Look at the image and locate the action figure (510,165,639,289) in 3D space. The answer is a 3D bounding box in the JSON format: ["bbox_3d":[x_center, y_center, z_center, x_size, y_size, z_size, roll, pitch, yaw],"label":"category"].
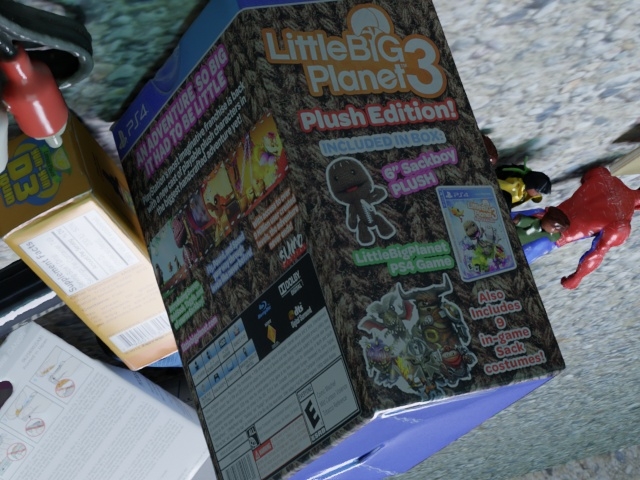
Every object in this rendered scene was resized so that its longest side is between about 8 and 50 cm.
[{"bbox_3d":[0.204,0.005,1.857,0.280,0.091,0.139,-18,158,6],"label":"action figure"}]

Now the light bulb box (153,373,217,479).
[{"bbox_3d":[-0.186,0.289,1.946,0.358,0.225,0.361,-17,-175,-2],"label":"light bulb box"}]

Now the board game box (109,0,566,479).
[{"bbox_3d":[0.000,0.000,1.246,0.141,0.291,0.232,-10,163,-29],"label":"board game box"}]

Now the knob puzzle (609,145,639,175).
[{"bbox_3d":[0.385,-0.113,1.759,0.213,0.030,0.213,-16,163,-5],"label":"knob puzzle"}]

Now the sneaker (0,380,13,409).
[{"bbox_3d":[-0.294,0.170,1.850,0.095,0.105,0.236,-19,165,1],"label":"sneaker"}]

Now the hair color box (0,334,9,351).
[{"bbox_3d":[-0.348,0.100,1.648,0.167,0.053,0.093,-22,164,20],"label":"hair color box"}]

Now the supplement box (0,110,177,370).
[{"bbox_3d":[-0.156,0.005,1.372,0.080,0.078,0.233,-24,147,4],"label":"supplement box"}]

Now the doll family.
[{"bbox_3d":[0.146,-0.037,1.683,0.111,0.076,0.193,-24,161,37],"label":"doll family"}]

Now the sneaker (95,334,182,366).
[{"bbox_3d":[-0.084,0.040,1.592,0.147,0.130,0.330,-9,162,-37],"label":"sneaker"}]

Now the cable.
[{"bbox_3d":[-0.191,-0.108,1.081,0.139,0.072,0.287,-20,165,-11],"label":"cable"}]

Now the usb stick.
[{"bbox_3d":[-0.216,0.034,1.482,0.278,0.045,0.077,-28,165,-12],"label":"usb stick"}]

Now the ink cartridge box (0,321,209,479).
[{"bbox_3d":[-0.230,0.187,1.686,0.232,0.066,0.189,36,92,-26],"label":"ink cartridge box"}]
